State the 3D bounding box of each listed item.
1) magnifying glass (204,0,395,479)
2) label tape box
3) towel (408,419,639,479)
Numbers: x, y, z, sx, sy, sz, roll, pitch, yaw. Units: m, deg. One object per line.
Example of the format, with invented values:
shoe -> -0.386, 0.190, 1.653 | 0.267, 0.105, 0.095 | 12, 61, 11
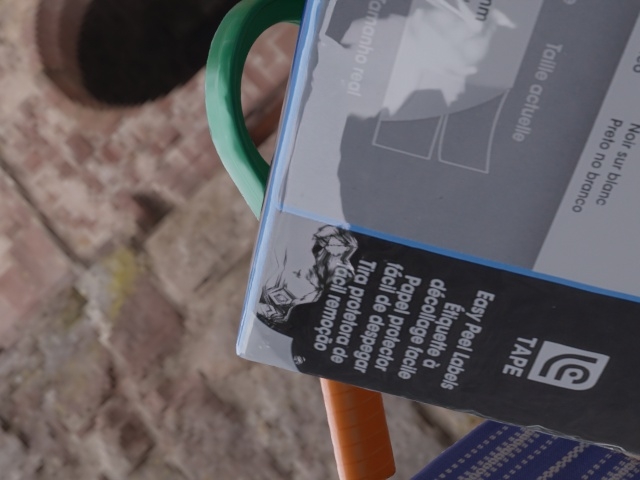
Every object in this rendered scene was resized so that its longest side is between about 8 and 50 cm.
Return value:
magnifying glass -> 0.000, 0.000, 0.708 | 0.026, 0.092, 0.231 | -5, 100, 46
label tape box -> 0.162, -0.033, 0.515 | 0.347, 0.249, 0.115 | 15, -133, 0
towel -> 0.171, 0.228, 0.918 | 0.336, 0.243, 0.040 | 25, 134, 39
